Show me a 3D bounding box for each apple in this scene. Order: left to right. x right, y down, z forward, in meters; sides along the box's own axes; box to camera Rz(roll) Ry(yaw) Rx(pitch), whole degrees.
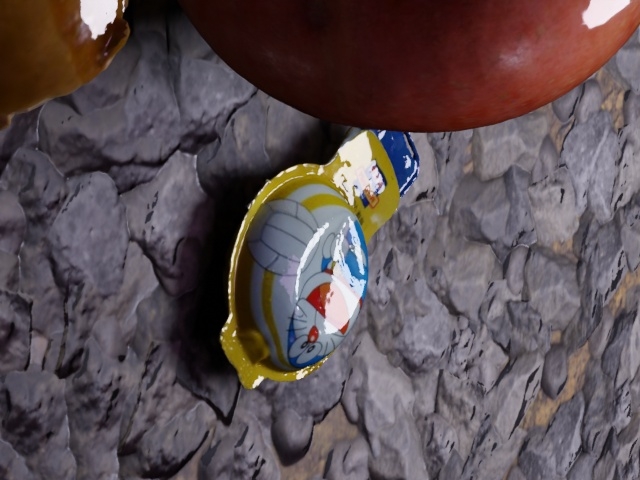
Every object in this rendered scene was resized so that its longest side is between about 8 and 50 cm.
[{"bbox_3d":[0.066,-0.243,1.333,0.364,0.364,0.364,-15,109,-52],"label":"apple"}]

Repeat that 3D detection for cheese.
[{"bbox_3d":[0.000,0.000,1.524,0.270,0.069,0.177,-55,136,-32],"label":"cheese"}]

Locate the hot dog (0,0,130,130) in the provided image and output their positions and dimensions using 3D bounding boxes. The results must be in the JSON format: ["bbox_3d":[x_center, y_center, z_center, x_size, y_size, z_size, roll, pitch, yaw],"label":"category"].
[{"bbox_3d":[-0.246,-0.262,0.813,0.196,0.367,0.365,-40,146,-18],"label":"hot dog"}]
